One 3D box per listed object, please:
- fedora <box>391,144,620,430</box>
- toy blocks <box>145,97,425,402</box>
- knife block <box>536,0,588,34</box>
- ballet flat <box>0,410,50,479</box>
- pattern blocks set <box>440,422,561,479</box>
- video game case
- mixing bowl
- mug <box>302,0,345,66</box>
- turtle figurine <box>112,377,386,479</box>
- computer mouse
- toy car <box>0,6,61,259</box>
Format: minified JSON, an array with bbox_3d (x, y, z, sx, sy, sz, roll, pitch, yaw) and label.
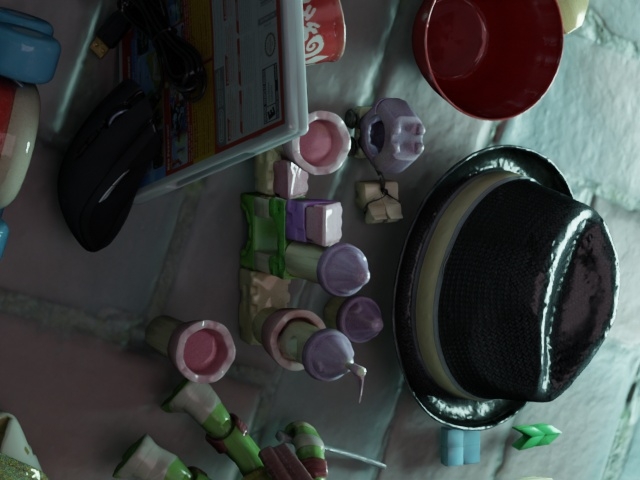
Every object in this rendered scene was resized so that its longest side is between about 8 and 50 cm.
[{"bbox_3d":[0.232,0.062,1.943,0.334,0.152,0.334,-8,102,-39],"label":"fedora"},{"bbox_3d":[0.000,0.000,1.780,0.309,0.260,0.288,-2,97,-27],"label":"toy blocks"},{"bbox_3d":[0.208,-0.391,1.934,0.242,0.088,0.275,14,90,-27],"label":"knife block"},{"bbox_3d":[-0.366,0.199,1.706,0.348,0.123,0.123,35,80,-27],"label":"ballet flat"},{"bbox_3d":[0.212,0.376,2.073,0.285,0.026,0.325,8,93,-28],"label":"pattern blocks set"},{"bbox_3d":[-0.110,-0.164,1.659,0.025,0.285,0.204,8,73,-37],"label":"video game case"},{"bbox_3d":[0.171,-0.227,1.930,0.181,0.098,0.181,-4,100,-27],"label":"mixing bowl"},{"bbox_3d":[-0.082,-0.230,1.812,0.169,0.150,0.113,-20,142,-20],"label":"mug"},{"bbox_3d":[-0.084,0.279,1.866,0.266,0.274,0.198,40,101,-6],"label":"turtle figurine"},{"bbox_3d":[-0.218,-0.128,1.722,0.060,0.184,0.262,7,131,-38],"label":"computer mouse"},{"bbox_3d":[-0.388,-0.121,1.610,0.238,0.210,0.219,14,102,-16],"label":"toy car"}]
